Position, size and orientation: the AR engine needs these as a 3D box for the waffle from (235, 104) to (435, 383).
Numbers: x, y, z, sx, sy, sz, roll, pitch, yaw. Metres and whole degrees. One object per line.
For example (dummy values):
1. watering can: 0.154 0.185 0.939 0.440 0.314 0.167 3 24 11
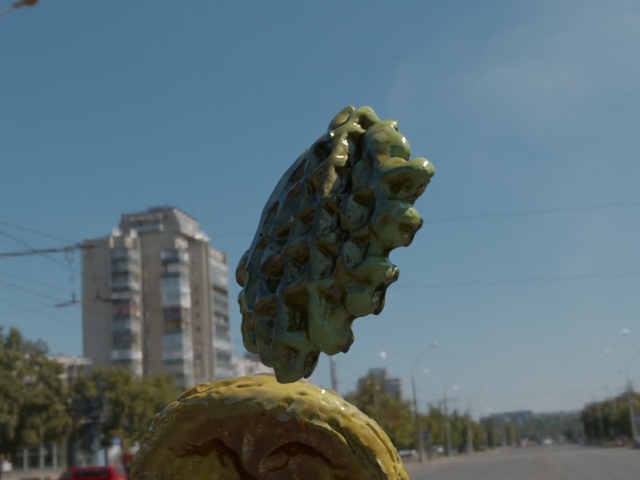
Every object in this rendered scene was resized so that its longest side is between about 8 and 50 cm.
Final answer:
1. waffle: -0.002 -0.001 0.766 0.054 0.223 0.204 26 15 -30

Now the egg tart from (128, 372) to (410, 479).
1. egg tart: -0.068 0.398 1.438 0.443 0.443 0.178 -6 8 8
